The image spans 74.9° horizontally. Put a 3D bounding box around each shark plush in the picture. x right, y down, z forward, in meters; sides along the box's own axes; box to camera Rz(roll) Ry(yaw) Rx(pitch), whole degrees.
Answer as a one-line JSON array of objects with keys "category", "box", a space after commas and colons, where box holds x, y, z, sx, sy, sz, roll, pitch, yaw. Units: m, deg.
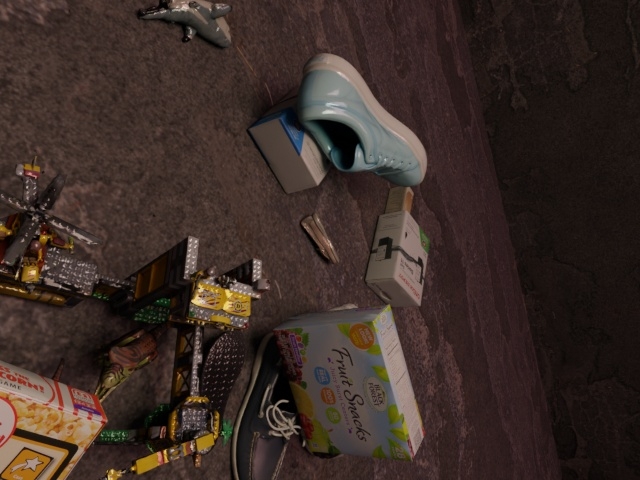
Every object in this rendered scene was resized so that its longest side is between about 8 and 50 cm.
[{"category": "shark plush", "box": [-0.204, -0.348, 0.664, 0.161, 0.073, 0.067, -35, 140, -56]}]

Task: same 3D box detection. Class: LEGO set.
[{"category": "LEGO set", "box": [-0.193, 0.095, 0.405, 0.331, 0.192, 0.254, 32, 48, -35]}]

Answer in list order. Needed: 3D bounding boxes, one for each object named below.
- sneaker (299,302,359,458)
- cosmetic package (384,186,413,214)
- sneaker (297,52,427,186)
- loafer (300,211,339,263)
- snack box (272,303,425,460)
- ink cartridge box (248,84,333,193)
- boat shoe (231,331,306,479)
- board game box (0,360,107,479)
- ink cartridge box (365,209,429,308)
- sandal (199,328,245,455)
[{"category": "sneaker", "box": [0.034, 0.253, 0.760, 0.118, 0.110, 0.291, -27, 128, -75]}, {"category": "cosmetic package", "box": [0.217, -0.095, 1.158, 0.041, 0.060, 0.115, 45, 50, -38]}, {"category": "sneaker", "box": [0.078, -0.174, 0.805, 0.366, 0.135, 0.149, 32, 66, -38]}, {"category": "loafer", "box": [0.000, 0.000, 0.871, 0.045, 0.039, 0.125, -102, 167, -63]}, {"category": "snack box", "box": [0.041, 0.209, 0.621, 0.070, 0.175, 0.206, -27, 103, -57]}, {"category": "ink cartridge box", "box": [-0.030, -0.214, 0.833, 0.148, 0.086, 0.203, 58, 42, -27]}, {"category": "boat shoe", "box": [-0.069, 0.271, 0.670, 0.095, 0.079, 0.254, 40, 51, -39]}, {"category": "board game box", "box": [-0.260, 0.166, 0.256, 0.147, 0.045, 0.193, 44, 73, -35]}, {"category": "ink cartridge box", "box": [0.204, 0.051, 1.081, 0.153, 0.087, 0.208, 44, 50, -38]}, {"category": "sandal", "box": [-0.160, 0.214, 0.606, 0.067, 0.040, 0.179, 25, 77, -42]}]
